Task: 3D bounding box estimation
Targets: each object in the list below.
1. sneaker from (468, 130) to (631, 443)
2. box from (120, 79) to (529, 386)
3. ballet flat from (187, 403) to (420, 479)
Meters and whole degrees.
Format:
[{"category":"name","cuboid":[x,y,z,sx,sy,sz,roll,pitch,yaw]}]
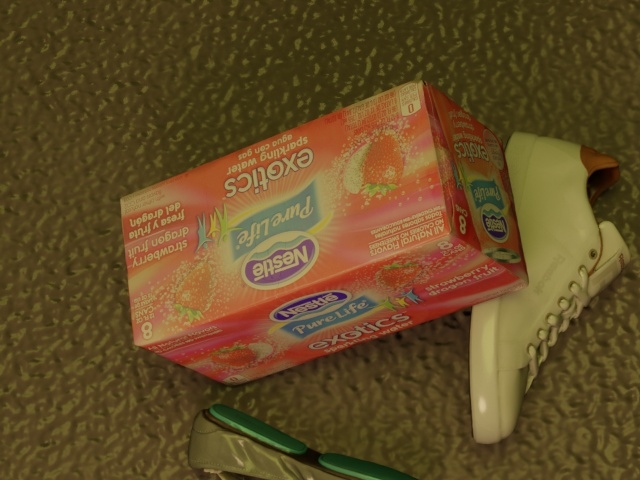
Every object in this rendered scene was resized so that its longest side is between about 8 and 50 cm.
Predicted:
[{"category":"sneaker","cuboid":[0.197,0.039,1.602,0.123,0.106,0.290,9,67,12]},{"category":"box","cuboid":[0.000,0.000,1.553,0.300,0.154,0.142,-20,63,24]},{"category":"ballet flat","cuboid":[-0.013,0.202,1.584,0.213,0.072,0.068,19,97,14]}]
